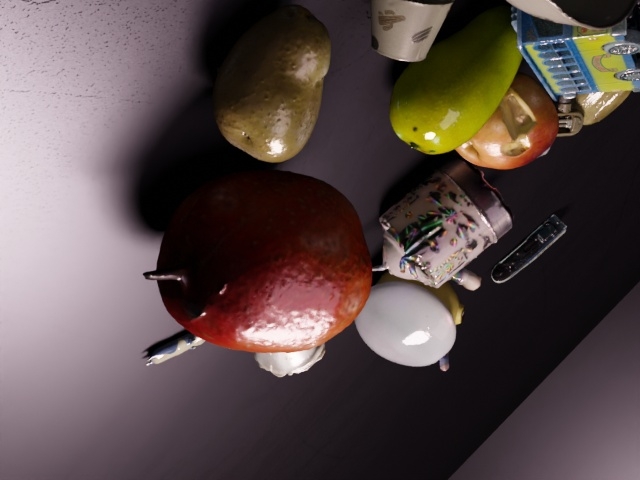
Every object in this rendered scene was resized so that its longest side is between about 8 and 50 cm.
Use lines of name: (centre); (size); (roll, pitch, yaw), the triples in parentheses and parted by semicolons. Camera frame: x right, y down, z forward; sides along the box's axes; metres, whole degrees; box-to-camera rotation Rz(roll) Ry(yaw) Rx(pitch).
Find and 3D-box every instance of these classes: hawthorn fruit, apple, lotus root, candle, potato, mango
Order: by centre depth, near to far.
potato: (-0.057, -0.207, 1.254); (0.157, 0.157, 0.194); (-6, 133, -50)
hawthorn fruit: (-0.104, 0.034, 1.388); (0.368, 0.285, 0.285); (1, 130, -48)
mango: (0.229, -0.262, 1.579); (0.293, 0.143, 0.175); (-47, 142, -16)
apple: (0.318, -0.211, 1.723); (0.199, 0.199, 0.199); (-32, 151, -21)
candle: (0.203, -0.008, 1.851); (0.330, 0.187, 0.187); (-39, 153, -4)
lotus root: (0.579, -0.299, 2.038); (0.183, 0.090, 0.077); (-50, -178, 44)

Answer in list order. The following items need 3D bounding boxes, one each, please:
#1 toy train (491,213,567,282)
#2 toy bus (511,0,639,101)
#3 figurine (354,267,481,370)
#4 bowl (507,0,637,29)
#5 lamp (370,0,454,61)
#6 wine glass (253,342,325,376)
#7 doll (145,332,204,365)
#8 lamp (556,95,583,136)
toy train: (0.531, 0.030, 2.488); (0.234, 0.052, 0.051); (-41, 158, -4)
toy bus: (0.428, -0.340, 1.555); (0.312, 0.190, 0.152); (19, 70, -64)
figurine: (0.218, 0.068, 2.013); (0.382, 0.224, 0.205); (-66, 160, -17)
bowl: (0.290, -0.433, 1.328); (0.337, 0.337, 0.157); (-17, -176, -42)
lamp: (0.129, -0.360, 1.326); (0.121, 0.121, 0.215); (-18, 129, -40)
wine glass: (-0.090, 0.135, 1.712); (0.156, 0.156, 0.232); (-41, 148, -5)
doll: (-0.249, 0.185, 1.681); (0.125, 0.027, 0.037); (-27, 156, -30)
lamp: (0.486, -0.302, 1.892); (0.203, 0.125, 0.283); (-18, 167, -24)
